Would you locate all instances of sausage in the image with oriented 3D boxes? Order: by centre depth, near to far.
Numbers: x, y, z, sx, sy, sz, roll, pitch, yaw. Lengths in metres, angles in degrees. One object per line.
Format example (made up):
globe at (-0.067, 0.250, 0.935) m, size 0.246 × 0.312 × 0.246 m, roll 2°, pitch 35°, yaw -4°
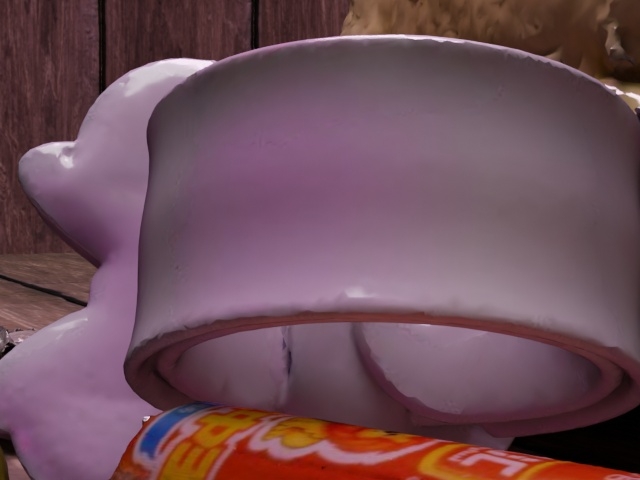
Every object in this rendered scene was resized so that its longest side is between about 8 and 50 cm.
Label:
sausage at (0.050, 0.093, 0.410) m, size 0.074 × 0.074 × 0.274 m, roll -3°, pitch 5°, yaw -45°

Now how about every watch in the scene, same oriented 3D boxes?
watch at (0.000, 0.000, 0.583) m, size 0.248 × 0.211 × 0.217 m, roll 7°, pitch -22°, yaw -8°

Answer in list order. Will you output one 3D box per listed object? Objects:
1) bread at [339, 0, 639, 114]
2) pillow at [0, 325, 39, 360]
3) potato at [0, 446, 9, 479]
bread at (0.229, -0.050, 0.876) m, size 0.390 × 0.279 × 0.371 m, roll 11°, pitch -2°, yaw -21°
pillow at (-0.070, 0.076, 0.854) m, size 0.255 × 0.059 × 0.169 m, roll 1°, pitch -7°, yaw -8°
potato at (-0.155, 0.069, 0.306) m, size 0.176 × 0.141 × 0.298 m, roll -14°, pitch 11°, yaw -2°
